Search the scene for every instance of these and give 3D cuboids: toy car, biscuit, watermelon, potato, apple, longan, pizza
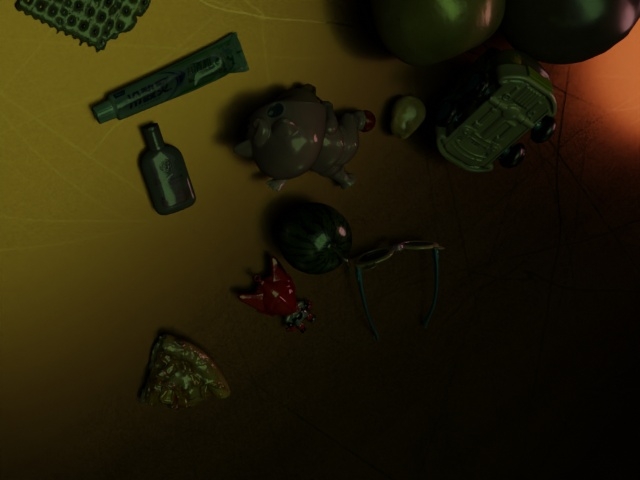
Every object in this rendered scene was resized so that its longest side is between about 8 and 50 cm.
[{"bbox_3d":[0.340,-0.278,1.829,0.204,0.198,0.248,27,130,-24],"label":"toy car"},{"bbox_3d":[-0.402,-0.409,1.568,0.203,0.016,0.144,25,93,-25],"label":"biscuit"},{"bbox_3d":[0.000,0.000,1.750,0.140,0.187,0.141,-11,110,-31],"label":"watermelon"},{"bbox_3d":[0.171,-0.244,1.829,0.068,0.062,0.083,22,69,2],"label":"potato"},{"bbox_3d":[0.210,-0.446,1.698,0.262,0.262,0.262,-6,106,-21],"label":"apple"},{"bbox_3d":[0.496,-0.496,1.792,0.350,0.288,0.288,-44,116,-20],"label":"longan"},{"bbox_3d":[-0.279,0.269,1.774,0.161,0.062,0.182,-32,115,-6],"label":"pizza"}]

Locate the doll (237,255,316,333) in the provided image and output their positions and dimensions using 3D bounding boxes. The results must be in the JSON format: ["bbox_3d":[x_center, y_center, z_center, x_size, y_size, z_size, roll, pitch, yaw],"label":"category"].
[{"bbox_3d":[-0.075,0.120,1.821,0.109,0.057,0.169,-49,115,-7],"label":"doll"}]

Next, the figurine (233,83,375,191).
[{"bbox_3d":[-0.027,-0.195,1.729,0.287,0.176,0.186,5,60,-40],"label":"figurine"}]

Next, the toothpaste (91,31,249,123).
[{"bbox_3d":[-0.266,-0.283,1.645,0.296,0.048,0.075,-28,113,-17],"label":"toothpaste"}]

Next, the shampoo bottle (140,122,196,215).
[{"bbox_3d":[-0.285,-0.132,1.676,0.080,0.040,0.165,-21,112,-15],"label":"shampoo bottle"}]

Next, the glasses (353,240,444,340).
[{"bbox_3d":[0.155,0.094,1.926,0.189,0.088,0.221,-14,129,-20],"label":"glasses"}]
